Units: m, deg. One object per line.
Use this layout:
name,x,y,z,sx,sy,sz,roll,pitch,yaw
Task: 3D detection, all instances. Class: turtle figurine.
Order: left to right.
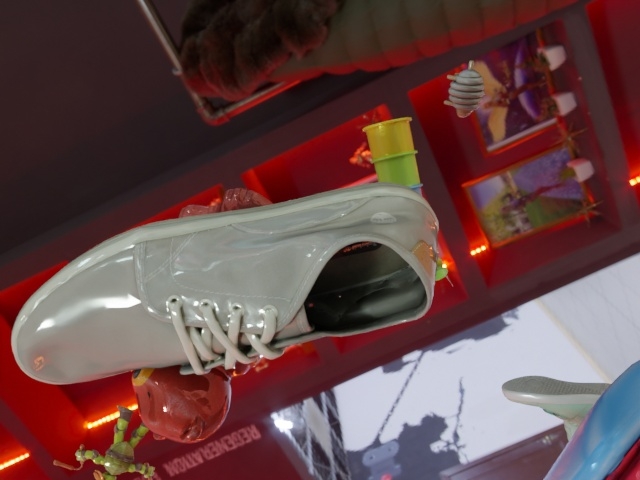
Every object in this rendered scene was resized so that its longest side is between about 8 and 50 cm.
turtle figurine,-0.551,0.564,1.553,0.270,0.217,0.087,25,162,-16

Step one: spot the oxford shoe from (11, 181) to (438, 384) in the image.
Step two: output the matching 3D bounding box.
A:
oxford shoe,-0.090,0.062,0.567,0.130,0.450,0.169,-105,0,-46

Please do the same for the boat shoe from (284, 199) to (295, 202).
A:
boat shoe,0.000,0.000,1.256,0.258,0.095,0.084,51,153,17

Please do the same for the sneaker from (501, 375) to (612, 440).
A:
sneaker,0.522,0.384,1.253,0.094,0.256,0.151,-55,-32,-71

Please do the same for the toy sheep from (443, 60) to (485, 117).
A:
toy sheep,0.337,-0.349,1.333,0.091,0.091,0.132,-106,12,-58

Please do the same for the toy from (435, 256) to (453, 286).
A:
toy,0.203,-0.003,1.272,0.137,0.056,0.237,45,-166,-46

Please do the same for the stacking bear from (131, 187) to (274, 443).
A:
stacking bear,-0.135,0.106,0.722,0.164,0.175,0.289,39,-123,-31

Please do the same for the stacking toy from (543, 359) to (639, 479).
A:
stacking toy,0.302,0.231,0.371,0.302,0.175,0.165,38,134,34

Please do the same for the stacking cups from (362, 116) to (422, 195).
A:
stacking cups,0.152,-0.067,1.089,0.096,0.096,0.316,-53,-47,-83
